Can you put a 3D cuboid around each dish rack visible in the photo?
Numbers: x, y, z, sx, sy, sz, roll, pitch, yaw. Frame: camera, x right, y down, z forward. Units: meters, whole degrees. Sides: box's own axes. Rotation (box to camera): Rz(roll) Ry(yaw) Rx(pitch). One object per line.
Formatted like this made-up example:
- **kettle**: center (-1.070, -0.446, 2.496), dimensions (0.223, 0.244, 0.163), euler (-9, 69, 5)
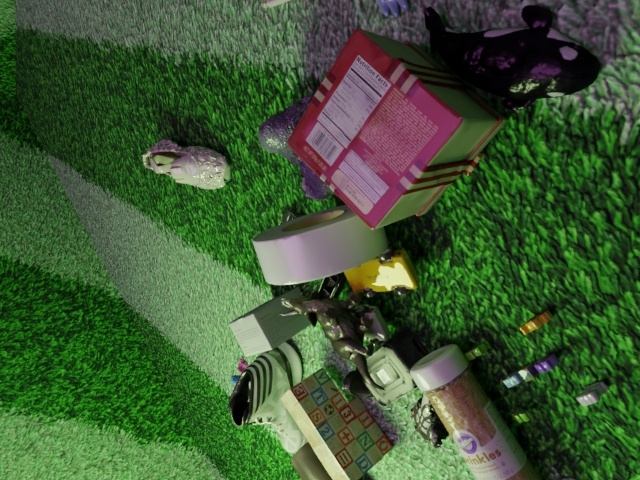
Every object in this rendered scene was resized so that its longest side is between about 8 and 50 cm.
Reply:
- **dish rack**: center (-0.042, 0.058, 1.298), dimensions (0.271, 0.074, 0.208), euler (45, 137, 24)

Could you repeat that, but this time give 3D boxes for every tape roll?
- **tape roll**: center (0.000, 0.000, 1.051), dimensions (0.286, 0.286, 0.100), euler (-6, 105, 50)

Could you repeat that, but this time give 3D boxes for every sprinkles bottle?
- **sprinkles bottle**: center (0.333, 0.399, 1.012), dimensions (0.355, 0.121, 0.121), euler (58, 141, 8)

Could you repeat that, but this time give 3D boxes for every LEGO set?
- **LEGO set**: center (-0.267, 0.525, 1.799), dimensions (0.227, 0.087, 0.093), euler (27, 129, 37)

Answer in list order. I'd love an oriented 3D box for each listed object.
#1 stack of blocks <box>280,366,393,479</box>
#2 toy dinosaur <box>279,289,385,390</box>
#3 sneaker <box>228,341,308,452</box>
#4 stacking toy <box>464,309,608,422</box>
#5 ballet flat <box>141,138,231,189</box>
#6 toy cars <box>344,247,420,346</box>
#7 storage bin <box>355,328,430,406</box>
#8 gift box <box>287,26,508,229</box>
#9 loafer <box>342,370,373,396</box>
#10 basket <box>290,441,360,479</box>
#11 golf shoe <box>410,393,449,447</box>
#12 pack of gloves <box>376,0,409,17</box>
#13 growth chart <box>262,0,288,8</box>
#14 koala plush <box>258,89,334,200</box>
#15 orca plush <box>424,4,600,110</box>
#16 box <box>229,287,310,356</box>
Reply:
- **stack of blocks**: center (0.044, 0.520, 1.369), dimensions (0.297, 0.171, 0.087), euler (53, 140, 17)
- **toy dinosaur**: center (0.056, 0.212, 1.134), dimensions (0.313, 0.121, 0.160), euler (45, 153, 0)
- **sneaker**: center (-0.181, 0.567, 1.584), dimensions (0.169, 0.258, 0.446), euler (17, 122, 43)
- **stacking toy**: center (0.400, 0.246, 0.913), dimensions (0.166, 0.052, 0.221), euler (56, 143, 14)
- **ballet flat**: center (-0.454, -0.239, 1.566), dimensions (0.409, 0.147, 0.146), euler (19, 123, 42)
- **toy cars**: center (0.124, 0.131, 1.140), dimensions (0.177, 0.087, 0.393), euler (37, 139, 19)
- **storage bin**: center (0.181, 0.311, 1.168), dimensions (0.122, 0.084, 0.180), euler (53, 139, 15)
- **gift box**: center (0.120, -0.180, 0.828), dimensions (0.255, 0.258, 0.276), euler (52, 125, 14)
- **loafer**: center (0.111, 0.378, 1.249), dimensions (0.061, 0.170, 0.062), euler (14, 83, 32)
- **basket**: center (0.021, 0.769, 1.554), dimensions (0.227, 0.154, 0.204), euler (45, 137, 29)
- **golf shoe**: center (0.251, 0.401, 1.143), dimensions (0.094, 0.077, 0.197), euler (17, 121, 44)
- **pack of gloves**: center (0.118, -0.524, 0.821), dimensions (0.195, 0.046, 0.231), euler (-35, 82, 52)
- **growth chart**: center (-0.104, -0.634, 1.038), dimensions (0.172, 0.021, 0.237), euler (-3, 108, 49)
- **koala plush**: center (-0.011, -0.194, 1.051), dimensions (0.196, 0.203, 0.221), euler (-14, 110, 52)
- **orca plush**: center (0.263, -0.289, 0.734), dimensions (0.287, 0.102, 0.151), euler (44, 137, 24)
- **box**: center (-0.144, 0.244, 1.429), dimensions (0.181, 0.182, 0.118), euler (-30, 88, 52)
